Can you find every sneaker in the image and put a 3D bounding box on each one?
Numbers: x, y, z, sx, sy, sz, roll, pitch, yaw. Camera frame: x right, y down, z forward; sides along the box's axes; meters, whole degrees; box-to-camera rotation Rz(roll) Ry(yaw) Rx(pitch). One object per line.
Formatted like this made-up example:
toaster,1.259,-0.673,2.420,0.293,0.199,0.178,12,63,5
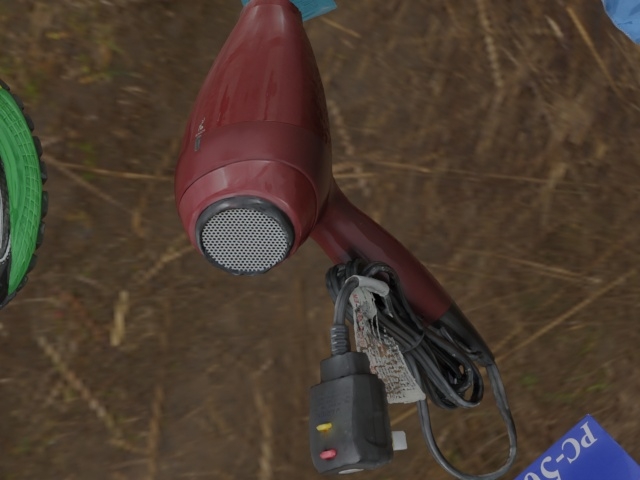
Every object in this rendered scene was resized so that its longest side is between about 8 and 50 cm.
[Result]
sneaker,-0.326,-0.098,1.523,0.134,0.146,0.344,-15,95,47

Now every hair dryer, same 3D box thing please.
hair dryer,0.000,0.000,1.052,0.080,0.223,0.294,-23,76,21

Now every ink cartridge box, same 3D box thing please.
ink cartridge box,0.151,0.231,1.404,0.207,0.046,0.097,-40,61,-5

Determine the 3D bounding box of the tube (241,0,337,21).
tube,-0.044,-0.227,1.629,0.080,0.207,0.052,-20,64,5

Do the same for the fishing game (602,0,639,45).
fishing game,0.266,-0.216,1.342,0.264,0.041,0.189,20,103,-25
